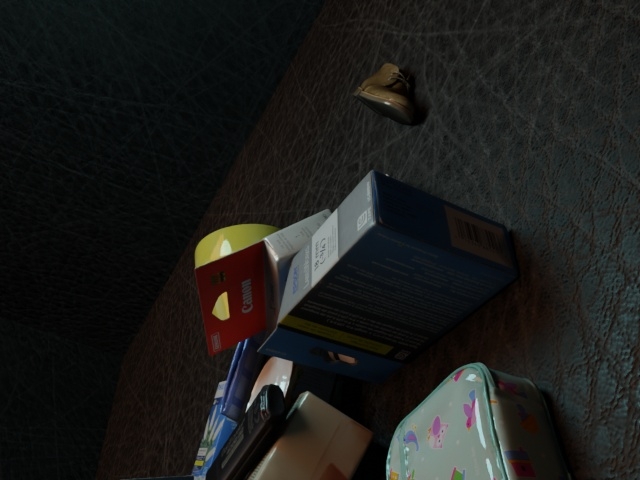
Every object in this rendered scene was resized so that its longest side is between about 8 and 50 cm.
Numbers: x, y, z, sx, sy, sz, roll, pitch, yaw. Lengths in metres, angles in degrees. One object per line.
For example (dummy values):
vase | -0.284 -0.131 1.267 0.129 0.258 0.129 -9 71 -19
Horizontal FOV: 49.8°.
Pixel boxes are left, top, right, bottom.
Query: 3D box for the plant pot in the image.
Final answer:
plant pot | -0.171 0.124 1.659 0.254 0.254 0.239 -45 43 45

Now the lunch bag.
lunch bag | 0.165 0.297 0.763 0.224 0.107 0.279 -51 25 36

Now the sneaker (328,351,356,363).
sneaker | 0.095 0.115 1.215 0.094 0.090 0.235 4 74 56

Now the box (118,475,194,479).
box | -0.404 0.712 1.551 0.296 0.182 0.294 -42 48 48

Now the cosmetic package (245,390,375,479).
cosmetic package | -0.053 0.393 1.048 0.296 0.129 0.153 -57 0 -18

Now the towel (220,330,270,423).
towel | -0.116 0.273 1.368 0.285 0.034 0.209 58 -137 -60

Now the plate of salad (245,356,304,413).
plate of salad | -0.081 0.271 1.168 0.200 0.048 0.200 -59 16 29

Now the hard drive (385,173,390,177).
hard drive | 0.000 0.000 1.304 0.353 0.047 0.233 -38 0 8

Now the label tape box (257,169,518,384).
label tape box | 0.084 0.071 1.023 0.334 0.240 0.106 -48 32 40

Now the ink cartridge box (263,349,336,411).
ink cartridge box | -0.039 0.245 1.319 0.072 0.127 0.175 -27 43 62

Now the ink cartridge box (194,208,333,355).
ink cartridge box | -0.077 0.094 1.151 0.060 0.238 0.275 51 155 31

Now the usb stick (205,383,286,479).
usb stick | -0.122 0.327 1.082 0.077 0.045 0.278 -96 29 -47

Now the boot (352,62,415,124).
boot | 0.155 -0.336 1.532 0.115 0.112 0.305 -51 20 9

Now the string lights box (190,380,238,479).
string lights box | -0.223 0.464 1.618 0.133 0.076 0.260 -32 39 59
